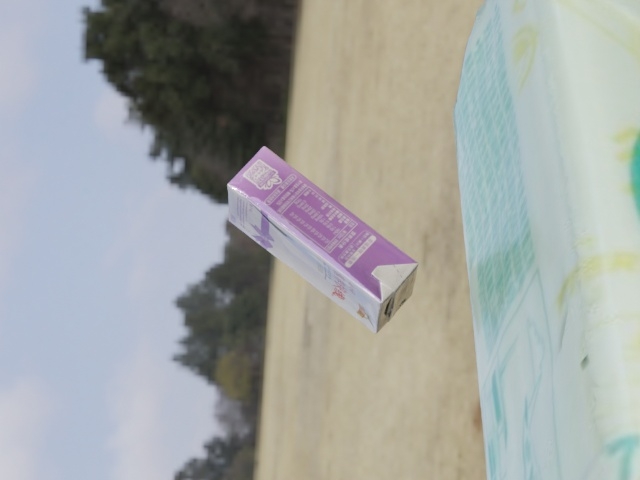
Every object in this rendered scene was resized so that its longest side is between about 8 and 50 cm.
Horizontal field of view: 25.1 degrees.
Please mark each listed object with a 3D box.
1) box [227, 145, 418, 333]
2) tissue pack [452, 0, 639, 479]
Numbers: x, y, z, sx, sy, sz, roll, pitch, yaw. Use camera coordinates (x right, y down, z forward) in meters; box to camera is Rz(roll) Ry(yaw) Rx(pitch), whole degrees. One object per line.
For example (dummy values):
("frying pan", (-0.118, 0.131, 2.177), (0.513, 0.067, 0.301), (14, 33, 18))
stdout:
("box", (0.000, 0.000, 0.825), (0.036, 0.117, 0.050), (-46, -18, -20))
("tissue pack", (0.216, 0.039, 0.661), (0.388, 0.287, 0.162), (-89, 17, -47))
